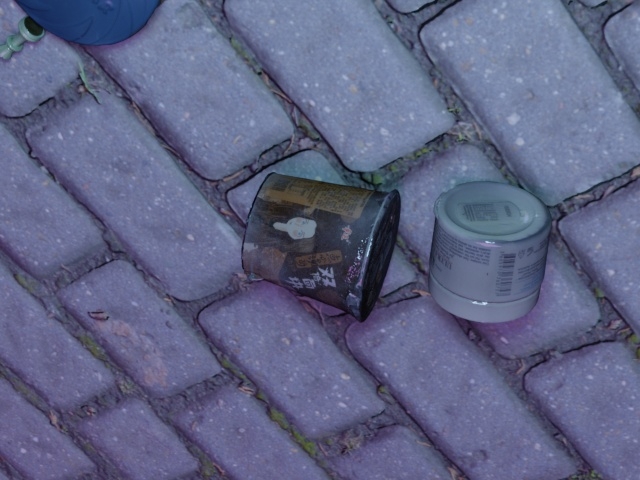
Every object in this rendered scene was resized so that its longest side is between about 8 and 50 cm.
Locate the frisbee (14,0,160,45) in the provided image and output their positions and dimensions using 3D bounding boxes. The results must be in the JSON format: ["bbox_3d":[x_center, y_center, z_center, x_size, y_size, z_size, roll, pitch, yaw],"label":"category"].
[{"bbox_3d":[-0.361,-0.414,1.569,0.290,0.049,0.289,10,122,16],"label":"frisbee"}]

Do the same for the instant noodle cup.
[{"bbox_3d":[0.000,0.000,1.698,0.207,0.217,0.217,16,127,12],"label":"instant noodle cup"}]

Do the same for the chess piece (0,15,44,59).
[{"bbox_3d":[-0.476,-0.313,1.701,0.093,0.042,0.042,-29,113,35],"label":"chess piece"}]

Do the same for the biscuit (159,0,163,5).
[{"bbox_3d":[-0.286,-0.405,1.595,0.152,0.020,0.152,7,127,10],"label":"biscuit"}]

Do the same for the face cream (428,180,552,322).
[{"bbox_3d":[0.256,0.014,1.650,0.177,0.177,0.152,8,124,10],"label":"face cream"}]
